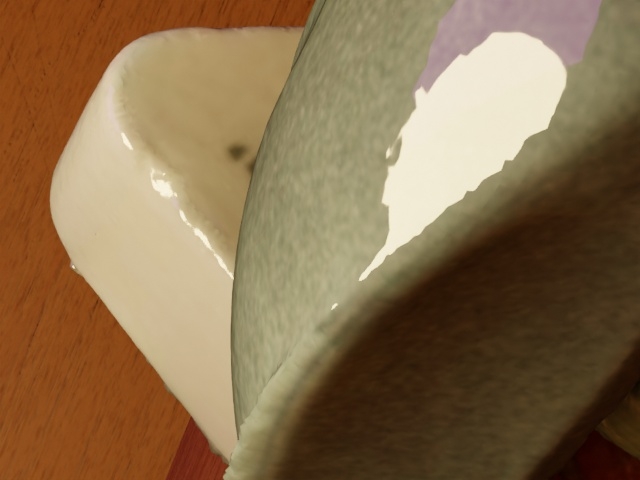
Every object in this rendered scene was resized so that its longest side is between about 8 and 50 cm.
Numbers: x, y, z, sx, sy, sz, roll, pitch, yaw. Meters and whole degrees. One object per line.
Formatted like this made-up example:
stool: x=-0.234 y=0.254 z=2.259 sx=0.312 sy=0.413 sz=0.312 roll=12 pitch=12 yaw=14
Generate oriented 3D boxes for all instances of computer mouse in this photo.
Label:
computer mouse: x=0.039 y=-0.023 z=0.565 sx=0.374 sy=0.114 sz=0.203 roll=120 pitch=169 yaw=-53

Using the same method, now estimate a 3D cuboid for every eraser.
eraser: x=0.000 y=0.000 z=1.093 sx=0.150 sy=0.331 sz=0.331 roll=126 pitch=165 yaw=-57

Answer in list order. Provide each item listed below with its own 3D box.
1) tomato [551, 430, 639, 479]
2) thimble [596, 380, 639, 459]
tomato: x=0.114 y=0.078 z=0.752 sx=0.237 sy=0.095 sz=0.237 roll=-169 pitch=90 yaw=-86
thimble: x=0.173 y=-0.015 z=0.575 sx=0.198 sy=0.143 sz=0.235 roll=-82 pitch=17 yaw=-66
